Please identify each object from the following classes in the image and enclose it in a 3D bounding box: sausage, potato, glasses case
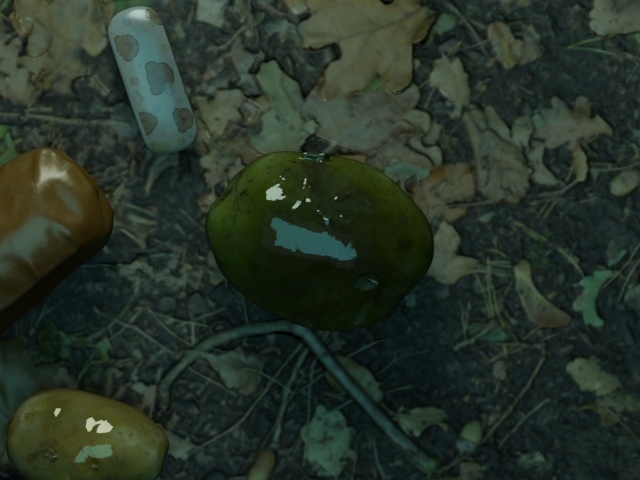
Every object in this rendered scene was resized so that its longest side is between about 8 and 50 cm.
[{"bbox_3d":[-0.334,0.010,1.754,0.241,0.120,0.136,-45,84,2],"label":"sausage"},{"bbox_3d":[0.000,-0.002,1.771,0.228,0.148,0.197,40,78,-6],"label":"potato"},{"bbox_3d":[-0.183,-0.174,1.781,0.063,0.041,0.164,-18,99,-3],"label":"glasses case"},{"bbox_3d":[-0.258,0.228,1.797,0.178,0.109,0.118,14,118,-1],"label":"potato"}]

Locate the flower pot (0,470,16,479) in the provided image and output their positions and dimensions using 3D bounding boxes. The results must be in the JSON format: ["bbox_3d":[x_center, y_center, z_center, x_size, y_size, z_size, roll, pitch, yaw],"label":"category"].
[{"bbox_3d":[-0.374,0.413,1.732,0.243,0.265,0.265,-34,99,-2],"label":"flower pot"}]
